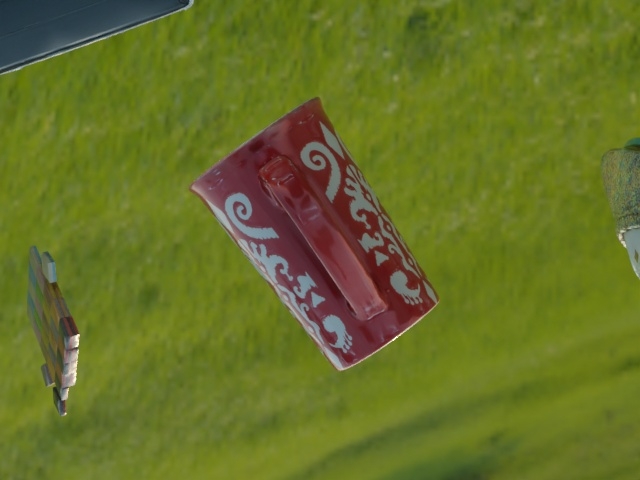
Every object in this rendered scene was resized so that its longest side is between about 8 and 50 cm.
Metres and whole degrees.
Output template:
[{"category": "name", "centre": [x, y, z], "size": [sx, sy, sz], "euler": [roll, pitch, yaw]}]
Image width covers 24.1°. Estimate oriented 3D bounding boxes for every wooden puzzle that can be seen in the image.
[{"category": "wooden puzzle", "centre": [-0.116, 0.036, 0.647], "size": [0.006, 0.049, 0.083], "euler": [-14, 147, -23]}]

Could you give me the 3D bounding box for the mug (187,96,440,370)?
[{"category": "mug", "centre": [-0.007, 0.004, 1.046], "size": [0.113, 0.169, 0.150], "euler": [-34, -178, 26]}]

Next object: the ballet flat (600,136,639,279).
[{"category": "ballet flat", "centre": [0.242, 0.013, 0.808], "size": [0.123, 0.123, 0.348], "euler": [17, 180, -25]}]

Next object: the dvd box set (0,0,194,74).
[{"category": "dvd box set", "centre": [-0.261, -0.264, 1.148], "size": [0.307, 0.420, 0.062], "euler": [-18, 131, 7]}]
